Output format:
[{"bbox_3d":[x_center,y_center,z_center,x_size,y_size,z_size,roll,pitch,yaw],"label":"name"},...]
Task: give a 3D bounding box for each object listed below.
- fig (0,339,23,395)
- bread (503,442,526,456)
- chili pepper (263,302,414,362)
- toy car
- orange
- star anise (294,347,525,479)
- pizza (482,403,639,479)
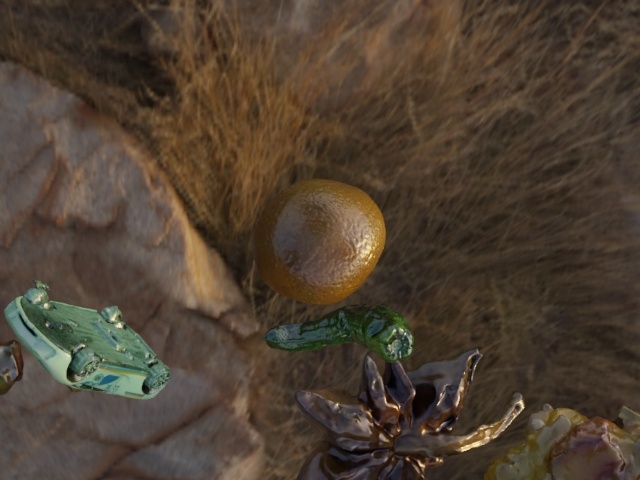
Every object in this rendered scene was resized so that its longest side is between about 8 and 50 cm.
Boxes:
[{"bbox_3d":[-0.223,0.124,0.518,0.203,0.203,0.235,32,50,2],"label":"fig"},{"bbox_3d":[0.289,0.362,1.532,0.176,0.246,0.195,13,53,32],"label":"bread"},{"bbox_3d":[0.026,0.094,1.307,0.073,0.182,0.050,-43,116,-41],"label":"chili pepper"},{"bbox_3d":[-0.195,0.089,1.025,0.058,0.186,0.093,-48,64,8],"label":"toy car"},{"bbox_3d":[0.000,0.000,0.746,0.085,0.085,0.085,2,73,-8],"label":"orange"},{"bbox_3d":[0.101,0.259,1.623,0.349,0.109,0.292,21,108,-35],"label":"star anise"},{"bbox_3d":[0.252,0.265,1.024,0.408,0.114,0.278,-17,89,19],"label":"pizza"}]
